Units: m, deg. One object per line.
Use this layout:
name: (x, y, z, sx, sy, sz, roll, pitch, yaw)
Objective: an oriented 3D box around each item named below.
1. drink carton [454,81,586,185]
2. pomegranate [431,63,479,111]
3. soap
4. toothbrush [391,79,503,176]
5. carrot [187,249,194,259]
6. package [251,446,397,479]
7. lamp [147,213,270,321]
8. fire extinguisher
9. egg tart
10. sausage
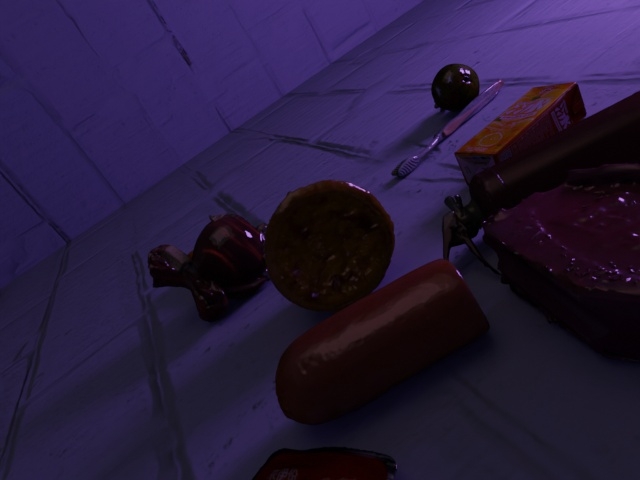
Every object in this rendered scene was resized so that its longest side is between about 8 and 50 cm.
drink carton: (0.345, -0.183, 0.857, 0.223, 0.071, 0.096, -39, 25, -17)
pomegranate: (0.311, -0.353, 1.183, 0.114, 0.114, 0.142, -40, 1, -15)
soap: (0.309, 0.024, 0.476, 0.182, 0.112, 0.289, -35, 26, 1)
toothbrush: (0.292, -0.254, 1.102, 0.375, 0.028, 0.037, -41, 19, -17)
carrot: (-0.253, 0.070, 1.112, 0.061, 0.061, 0.256, -38, 27, -13)
package: (-0.055, 0.303, 0.450, 0.194, 0.071, 0.269, -7, 22, 39)
lamp: (-0.198, 0.030, 0.973, 0.215, 0.151, 0.223, 32, 49, 19)
fire extinguisher: (0.303, -0.061, 0.663, 0.337, 0.106, 0.147, -28, 50, 12)
egg tart: (0.000, 0.000, 0.791, 0.202, 0.203, 0.147, -35, 16, -6)
sausage: (0.062, 0.123, 0.583, 0.259, 0.114, 0.113, -31, 25, 2)
